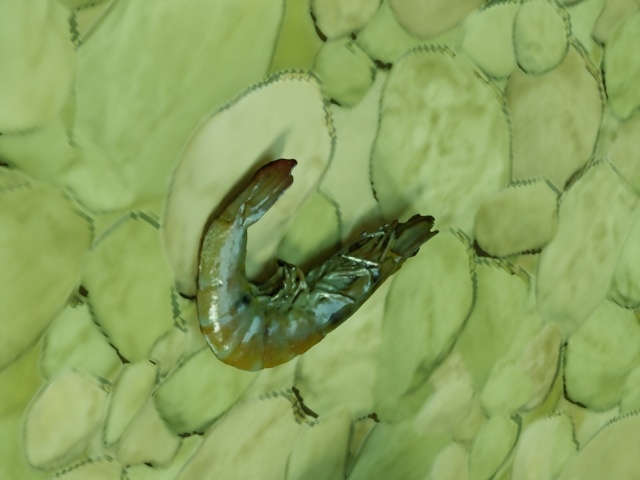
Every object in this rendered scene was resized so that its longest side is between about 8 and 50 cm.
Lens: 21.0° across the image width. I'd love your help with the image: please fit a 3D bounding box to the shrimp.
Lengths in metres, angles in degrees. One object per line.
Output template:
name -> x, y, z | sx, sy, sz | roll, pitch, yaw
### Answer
shrimp -> 0.000, 0.000, 0.655 | 0.114, 0.023, 0.083 | -29, 127, -27
